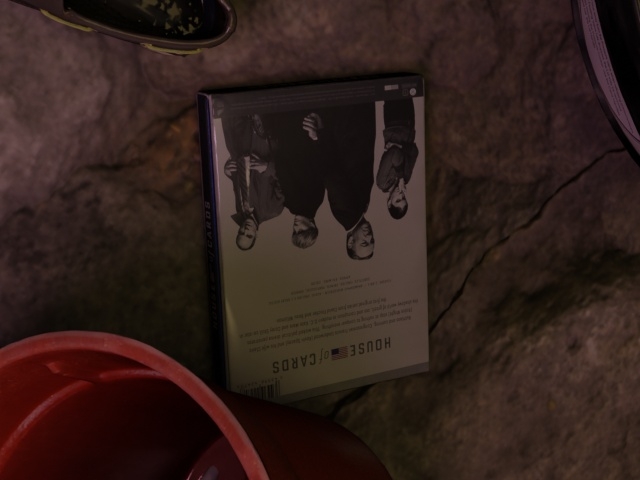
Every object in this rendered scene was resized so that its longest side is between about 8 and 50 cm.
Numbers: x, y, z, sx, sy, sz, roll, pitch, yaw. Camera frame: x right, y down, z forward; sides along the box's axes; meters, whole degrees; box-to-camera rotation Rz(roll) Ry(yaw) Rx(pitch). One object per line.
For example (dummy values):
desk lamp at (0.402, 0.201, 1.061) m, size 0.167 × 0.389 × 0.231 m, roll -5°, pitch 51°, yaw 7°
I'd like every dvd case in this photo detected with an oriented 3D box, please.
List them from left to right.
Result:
dvd case at (0.000, 0.000, 0.910) m, size 0.179 × 0.029 × 0.239 m, roll -9°, pitch 105°, yaw -27°

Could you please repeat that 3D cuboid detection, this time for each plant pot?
plant pot at (-0.080, 0.201, 0.748) m, size 0.265 × 0.272 × 0.272 m, roll 19°, pitch 91°, yaw -63°

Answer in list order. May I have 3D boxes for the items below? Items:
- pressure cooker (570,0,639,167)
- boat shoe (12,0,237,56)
pressure cooker at (0.381, -0.198, 0.870) m, size 0.420 × 0.370 × 0.376 m, roll -21°, pitch 143°, yaw -21°
boat shoe at (-0.158, -0.178, 0.764) m, size 0.227 × 0.068 × 0.081 m, roll 17°, pitch 92°, yaw -30°
